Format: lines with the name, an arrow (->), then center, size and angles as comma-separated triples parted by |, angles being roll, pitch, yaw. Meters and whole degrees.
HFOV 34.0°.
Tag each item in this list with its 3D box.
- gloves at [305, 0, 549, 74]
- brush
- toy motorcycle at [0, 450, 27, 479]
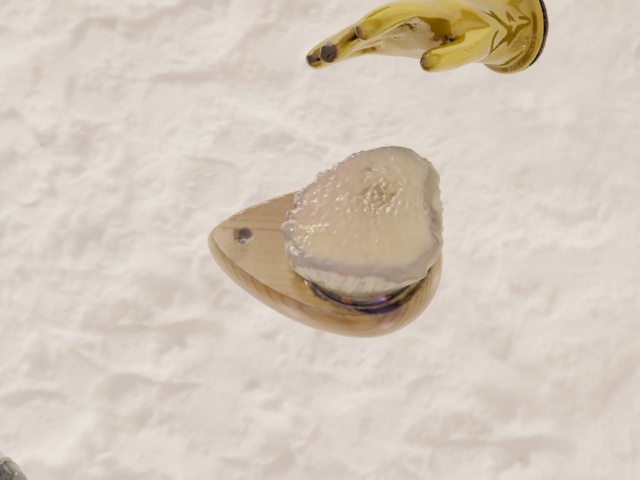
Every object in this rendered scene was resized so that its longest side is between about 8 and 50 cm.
gloves -> 0.108, -0.220, 1.148 | 0.133, 0.294, 0.116 | -32, 78, 53
brush -> 0.000, 0.000, 1.115 | 0.267, 0.166, 0.174 | 3, 67, 9
toy motorcycle -> -0.359, 0.299, 1.006 | 0.150, 0.102, 0.221 | 22, 70, 21
